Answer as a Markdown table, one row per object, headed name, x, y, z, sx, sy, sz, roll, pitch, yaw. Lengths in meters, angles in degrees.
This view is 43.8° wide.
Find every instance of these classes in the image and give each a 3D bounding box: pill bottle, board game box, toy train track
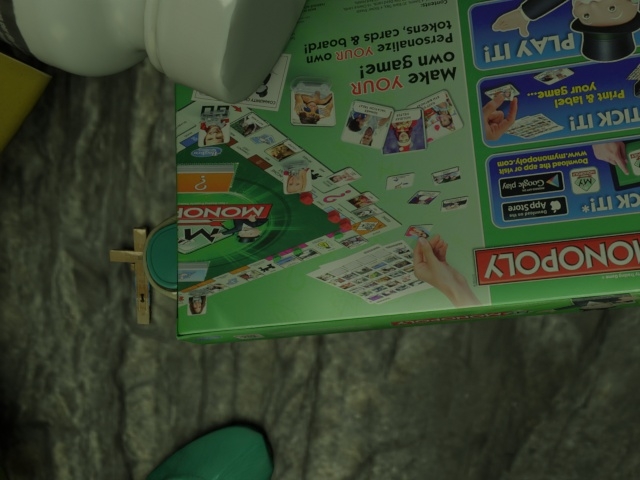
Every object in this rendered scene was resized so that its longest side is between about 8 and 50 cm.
| name | x | y | z | sx | sy | sz | roll | pitch | yaw |
| --- | --- | --- | --- | --- | --- | --- | --- | --- | --- |
| pill bottle | -0.165 | -0.202 | 0.452 | 0.318 | 0.176 | 0.176 | 26 | 111 | 6 |
| board game box | 0.064 | -0.056 | 0.489 | 0.317 | 0.046 | 0.214 | -6 | 76 | 12 |
| toy train track | -0.138 | 0.027 | 0.624 | 0.048 | 0.014 | 0.083 | 4 | 115 | 1 |

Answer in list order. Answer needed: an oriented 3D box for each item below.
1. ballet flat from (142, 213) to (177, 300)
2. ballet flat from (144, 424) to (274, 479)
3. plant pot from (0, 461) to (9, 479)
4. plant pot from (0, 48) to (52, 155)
| name | x | y | z | sx | sy | sz | roll | pitch | yaw |
| --- | --- | --- | --- | --- | --- | --- | --- | --- | --- |
| ballet flat | 0.000 | 0.000 | 0.559 | 0.248 | 0.086 | 0.086 | -6 | 107 | 12 |
| ballet flat | -0.138 | 0.244 | 0.656 | 0.247 | 0.087 | 0.083 | -37 | 99 | 18 |
| plant pot | -0.368 | 0.166 | 0.597 | 0.275 | 0.276 | 0.254 | -14 | 117 | 14 |
| plant pot | -0.324 | -0.073 | 0.452 | 0.212 | 0.212 | 0.187 | 28 | 94 | 40 |
